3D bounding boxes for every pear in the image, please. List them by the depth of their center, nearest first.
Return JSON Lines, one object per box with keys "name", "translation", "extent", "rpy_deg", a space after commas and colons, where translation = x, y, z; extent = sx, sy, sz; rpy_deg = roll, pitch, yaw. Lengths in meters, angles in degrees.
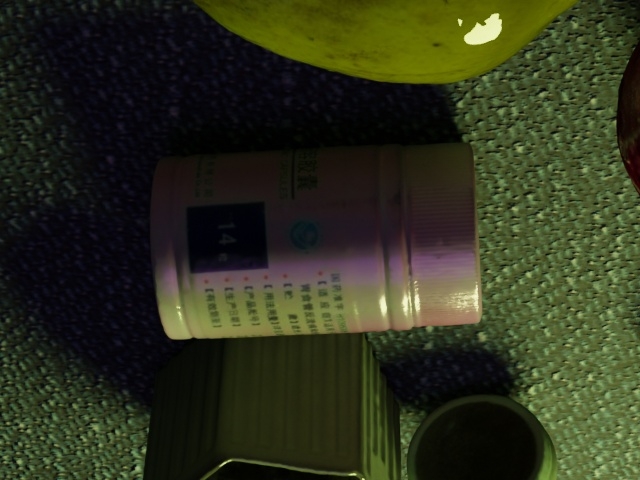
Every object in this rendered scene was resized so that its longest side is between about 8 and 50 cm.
{"name": "pear", "translation": [0.025, -0.244, 1.052], "extent": [0.375, 0.287, 0.287], "rpy_deg": [6, 133, -5]}

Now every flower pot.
{"name": "flower pot", "translation": [-0.042, 0.200, 1.525], "extent": [0.209, 0.190, 0.239], "rpy_deg": [-15, 132, 14]}

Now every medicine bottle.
{"name": "medicine bottle", "translation": [0.000, 0.000, 1.362], "extent": [0.254, 0.152, 0.152], "rpy_deg": [-4, 133, 4]}

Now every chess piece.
{"name": "chess piece", "translation": [0.178, 0.269, 1.639], "extent": [0.139, 0.139, 0.272], "rpy_deg": [-12, 141, 12]}

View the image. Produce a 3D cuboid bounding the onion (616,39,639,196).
{"name": "onion", "translation": [0.347, -0.079, 1.243], "extent": [0.230, 0.272, 0.256], "rpy_deg": [-3, 132, 41]}
